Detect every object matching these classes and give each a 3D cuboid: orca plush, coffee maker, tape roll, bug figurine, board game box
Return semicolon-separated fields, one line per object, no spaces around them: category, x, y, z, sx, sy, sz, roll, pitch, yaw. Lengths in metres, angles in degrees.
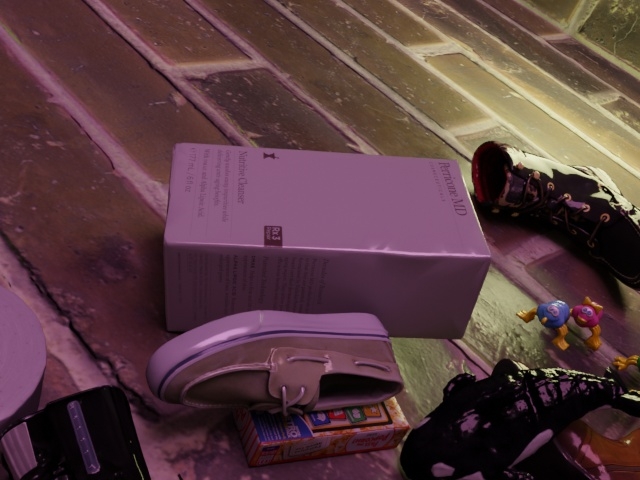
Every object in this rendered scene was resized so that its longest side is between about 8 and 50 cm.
orca plush;0.231;0.202;0.820;0.287;0.102;0.151;-6;59;2
coffee maker;-0.183;0.231;0.645;0.171;0.120;0.178;4;39;-38
tape roll;-0.381;0.126;0.695;0.219;0.072;0.219;15;36;-12
bug figurine;0.438;0.161;1.085;0.279;0.072;0.216;38;20;19
board game box;-0.010;0.183;0.861;0.194;0.045;0.146;2;41;-28

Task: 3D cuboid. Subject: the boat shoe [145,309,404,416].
boat shoe;-0.032;0.138;0.777;0.302;0.109;0.094;-3;45;-34

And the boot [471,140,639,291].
boot;0.457;-0.058;1.362;0.284;0.138;0.377;14;33;-16

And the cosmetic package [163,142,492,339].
cosmetic package;0.000;0.000;0.939;0.385;0.156;0.217;0;41;-7

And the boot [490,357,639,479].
boot;0.381;0.258;0.954;0.281;0.096;0.264;-1;40;-33
